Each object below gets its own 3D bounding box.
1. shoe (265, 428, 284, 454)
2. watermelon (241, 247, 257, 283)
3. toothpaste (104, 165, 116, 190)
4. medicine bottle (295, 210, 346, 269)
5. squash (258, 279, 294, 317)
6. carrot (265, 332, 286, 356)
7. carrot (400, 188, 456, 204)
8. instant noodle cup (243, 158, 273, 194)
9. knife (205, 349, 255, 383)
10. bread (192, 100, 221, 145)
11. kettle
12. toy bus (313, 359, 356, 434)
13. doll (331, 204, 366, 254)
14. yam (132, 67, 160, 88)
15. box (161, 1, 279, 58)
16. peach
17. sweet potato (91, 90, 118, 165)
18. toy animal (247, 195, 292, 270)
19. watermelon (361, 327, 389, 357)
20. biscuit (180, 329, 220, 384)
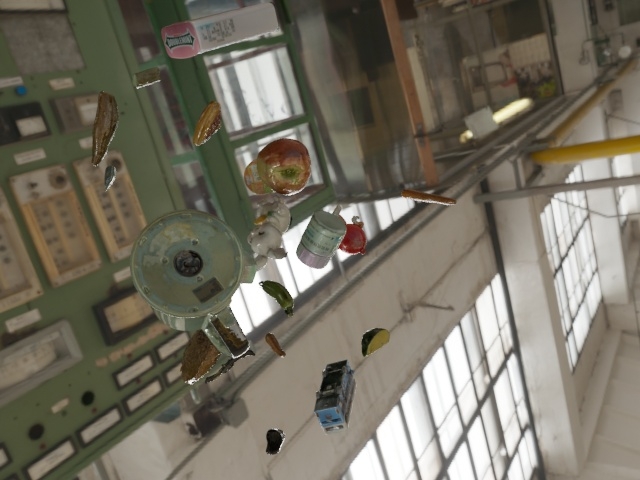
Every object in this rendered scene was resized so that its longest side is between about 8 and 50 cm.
[{"bbox_3d":[-0.160,0.679,1.909,0.062,0.053,0.159,-10,-170,4],"label":"shoe"},{"bbox_3d":[-0.345,0.074,1.883,0.241,0.094,0.154,-3,-137,-39],"label":"watermelon"},{"bbox_3d":[-0.718,-0.220,1.889,0.057,0.035,0.197,-56,-152,9],"label":"toothpaste"},{"bbox_3d":[0.000,0.000,1.908,0.135,0.168,0.135,21,-150,-12],"label":"medicine bottle"},{"bbox_3d":[-0.179,0.232,2.394,0.071,0.080,0.318,22,-173,-36],"label":"squash"},{"bbox_3d":[-0.190,0.444,2.337,0.047,0.047,0.191,-20,-156,-16],"label":"carrot"},{"bbox_3d":[0.440,-0.176,2.260,0.248,0.043,0.043,15,-150,35],"label":"carrot"},{"bbox_3d":[-0.244,-0.296,2.519,0.169,0.168,0.185,-13,-171,10],"label":"instant noodle cup"},{"bbox_3d":[-0.334,0.456,2.032,0.222,0.045,0.021,-27,-171,-36],"label":"knife"},{"bbox_3d":[-0.363,-0.356,1.742,0.135,0.054,0.154,-62,178,-15],"label":"bread"},{"bbox_3d":[-0.300,0.139,1.402,0.250,0.361,0.376,-39,176,-20],"label":"kettle"},{"bbox_3d":[0.059,0.567,2.033,0.106,0.130,0.297,-17,-165,16],"label":"toy bus"},{"bbox_3d":[0.114,-0.027,2.354,0.183,0.217,0.085,-53,-179,-7],"label":"doll"},{"bbox_3d":[-0.494,-0.461,1.566,0.043,0.043,0.094,-3,-156,43],"label":"yam"},{"bbox_3d":[-0.325,-0.707,1.854,0.190,0.112,0.370,14,-146,42],"label":"box"},{"bbox_3d":[-0.155,-0.312,2.298,0.233,0.232,0.256,-18,-154,-8],"label":"peach"},{"bbox_3d":[-0.706,-0.363,1.814,0.077,0.243,0.077,7,-179,0],"label":"sweet potato"},{"bbox_3d":[-0.211,-0.027,2.329,0.209,0.325,0.154,-27,144,25],"label":"toy animal"},{"bbox_3d":[0.238,0.412,2.331,0.182,0.092,0.075,-15,163,-48],"label":"watermelon"},{"bbox_3d":[-0.478,0.434,2.226,0.296,0.075,0.295,-41,-152,28],"label":"biscuit"}]
